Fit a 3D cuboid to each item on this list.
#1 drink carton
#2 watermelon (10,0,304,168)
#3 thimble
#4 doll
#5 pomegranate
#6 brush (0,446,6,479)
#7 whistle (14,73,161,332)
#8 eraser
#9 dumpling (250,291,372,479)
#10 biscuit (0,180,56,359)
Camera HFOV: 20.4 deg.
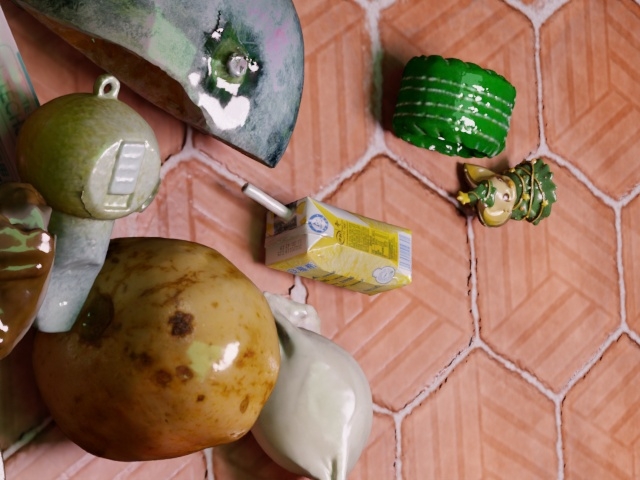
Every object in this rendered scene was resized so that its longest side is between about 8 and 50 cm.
[{"bbox_3d":[0.000,0.000,1.777,0.200,0.084,0.074,16,68,-39],"label":"drink carton"},{"bbox_3d":[-0.108,-0.205,1.600,0.322,0.175,0.188,28,91,-38],"label":"watermelon"},{"bbox_3d":[0.141,-0.139,1.882,0.130,0.118,0.090,15,83,-21],"label":"thimble"},{"bbox_3d":[0.198,-0.047,1.979,0.113,0.076,0.078,-12,70,-12],"label":"doll"},{"bbox_3d":[-0.141,0.102,1.576,0.215,0.215,0.215,1,88,-41],"label":"pomegranate"},{"bbox_3d":[-0.282,0.245,1.567,0.070,0.021,0.196,-15,96,-40],"label":"brush"},{"bbox_3d":[-0.206,-0.033,1.474,0.123,0.123,0.223,5,108,-41],"label":"whistle"},{"bbox_3d":[-0.286,-0.121,1.521,0.052,0.095,0.225,-31,109,-33],"label":"eraser"},{"bbox_3d":[-0.009,0.156,1.750,0.151,0.124,0.229,-14,90,-78],"label":"dumpling"},{"bbox_3d":[-0.398,0.012,1.347,0.366,0.115,0.268,31,92,-16],"label":"biscuit"}]
